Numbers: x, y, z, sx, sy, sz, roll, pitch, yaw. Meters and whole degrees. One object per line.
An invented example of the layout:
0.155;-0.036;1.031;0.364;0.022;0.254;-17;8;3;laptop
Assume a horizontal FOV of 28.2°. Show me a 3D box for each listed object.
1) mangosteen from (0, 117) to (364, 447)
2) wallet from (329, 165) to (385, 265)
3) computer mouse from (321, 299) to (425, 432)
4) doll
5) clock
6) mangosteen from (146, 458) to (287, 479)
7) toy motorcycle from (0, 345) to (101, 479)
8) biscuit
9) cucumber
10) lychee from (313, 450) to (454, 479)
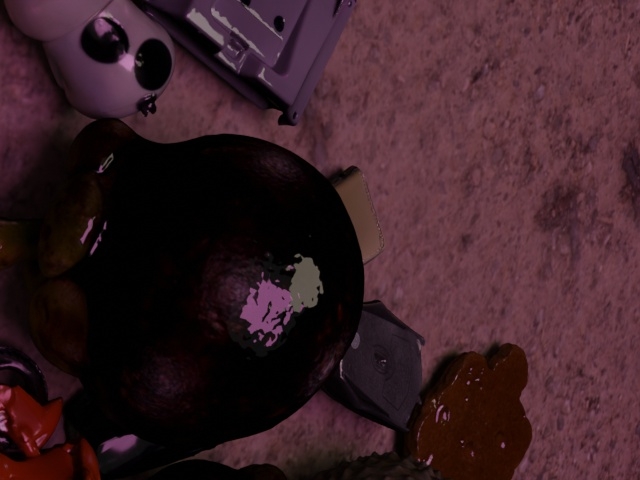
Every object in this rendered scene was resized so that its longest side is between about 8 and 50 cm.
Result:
-0.112;0.025;1.148;0.297;0.297;0.313;-31;82;-35;mangosteen
0.000;0.000;1.399;0.155;0.039;0.110;-34;115;-34;wallet
0.050;0.141;1.451;0.231;0.071;0.126;35;59;-51;computer mouse
-0.208;-0.193;1.133;0.110;0.107;0.180;-39;117;-7;doll
-0.065;-0.250;1.268;0.253;0.083;0.186;36;73;-40;clock
-0.087;0.295;1.243;0.231;0.194;0.194;-24;119;4;mangosteen
-0.307;0.267;1.104;0.221;0.148;0.325;44;64;-15;toy motorcycle
0.178;0.253;1.603;0.208;0.041;0.290;50;63;-37;biscuit
-0.154;0.177;1.265;0.193;0.086;0.115;-17;110;-33;cucumber
0.069;0.360;1.381;0.274;0.255;0.255;-30;118;-58;lychee
